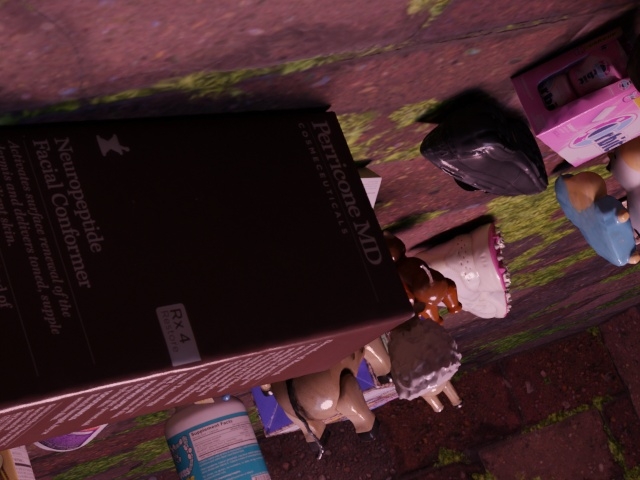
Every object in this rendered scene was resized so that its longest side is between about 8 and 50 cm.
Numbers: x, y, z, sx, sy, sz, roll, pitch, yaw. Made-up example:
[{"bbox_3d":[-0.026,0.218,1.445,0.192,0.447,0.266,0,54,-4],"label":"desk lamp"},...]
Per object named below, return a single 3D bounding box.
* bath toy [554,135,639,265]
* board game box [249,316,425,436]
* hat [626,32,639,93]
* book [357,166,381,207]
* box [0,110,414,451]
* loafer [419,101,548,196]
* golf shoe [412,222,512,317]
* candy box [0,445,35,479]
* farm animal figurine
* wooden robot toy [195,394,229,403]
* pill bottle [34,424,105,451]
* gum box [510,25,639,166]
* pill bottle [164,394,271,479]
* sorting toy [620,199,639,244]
[{"bbox_3d":[0.478,-0.094,1.415,0.348,0.151,0.129,-20,-155,-14],"label":"bath toy"},{"bbox_3d":[0.046,0.220,1.927,0.232,0.141,0.291,-28,165,25],"label":"board game box"},{"bbox_3d":[0.344,-0.162,0.903,0.331,0.134,0.331,-41,165,-14],"label":"hat"},{"bbox_3d":[0.000,0.000,1.092,0.096,0.035,0.144,-6,123,-44],"label":"book"},{"bbox_3d":[-0.132,0.025,0.815,0.381,0.191,0.143,-9,162,-42],"label":"box"},{"bbox_3d":[0.166,-0.083,1.103,0.078,0.076,0.223,-22,163,24],"label":"loafer"},{"bbox_3d":[0.209,0.053,1.646,0.140,0.115,0.306,-12,161,7],"label":"golf shoe"},{"bbox_3d":[-0.411,0.320,1.257,0.183,0.316,0.087,-20,168,-5],"label":"candy box"},{"bbox_3d":[-0.005,0.106,1.333,0.330,0.172,0.327,-25,-153,14],"label":"farm animal figurine"},{"bbox_3d":[-0.155,0.165,1.585,0.076,0.079,0.173,8,145,-14],"label":"wooden robot toy"},{"bbox_3d":[-0.315,0.202,1.394,0.108,0.108,0.193,-13,164,-31],"label":"pill bottle"},{"bbox_3d":[0.260,-0.134,1.060,0.107,0.062,0.188,-27,165,20],"label":"gum box"},{"bbox_3d":[-0.175,0.363,1.886,0.146,0.264,0.146,-20,165,-5],"label":"pill bottle"},{"bbox_3d":[0.506,-0.036,1.771,0.083,0.075,0.045,-26,165,20],"label":"sorting toy"}]
